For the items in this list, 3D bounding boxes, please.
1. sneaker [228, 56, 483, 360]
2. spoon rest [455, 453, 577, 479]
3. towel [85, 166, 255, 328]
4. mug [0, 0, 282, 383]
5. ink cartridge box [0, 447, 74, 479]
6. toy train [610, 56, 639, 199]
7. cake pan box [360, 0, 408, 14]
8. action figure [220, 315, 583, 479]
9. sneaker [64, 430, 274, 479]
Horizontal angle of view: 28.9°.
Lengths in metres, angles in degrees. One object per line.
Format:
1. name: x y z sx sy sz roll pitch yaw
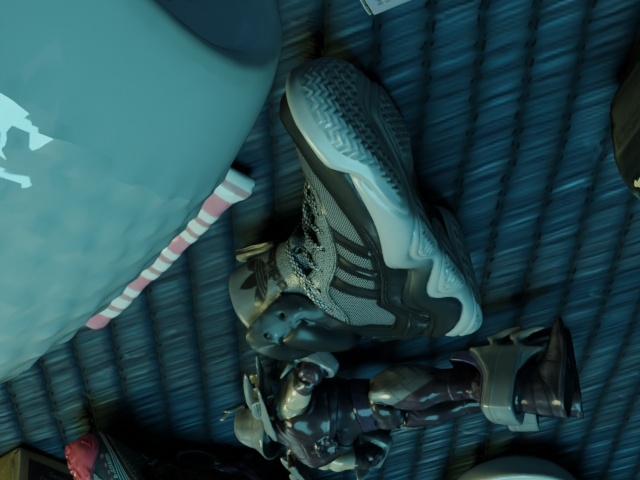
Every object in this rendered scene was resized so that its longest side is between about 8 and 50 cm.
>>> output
1. sneaker: 0.000 0.000 0.789 0.153 0.101 0.268 -19 143 14
2. spoon rest: 0.239 0.268 1.184 0.276 0.084 0.137 17 138 -27
3. towel: -0.154 -0.011 0.822 0.144 0.029 0.197 23 135 -32
4. mug: -0.222 -0.100 0.537 0.328 0.276 0.374 -29 106 21
5. ink cartridge box: -0.280 0.298 1.165 0.235 0.088 0.193 -30 137 29
6. toy train: 0.298 -0.117 0.651 0.190 0.142 0.334 16 139 -10
7. cake pan box: 0.072 -0.239 0.515 0.246 0.070 0.267 -22 140 19
8. action figure: 0.057 0.124 0.971 0.285 0.099 0.185 -10 150 13
9. sneaker: -0.100 0.232 1.095 0.112 0.121 0.299 -49 130 6
